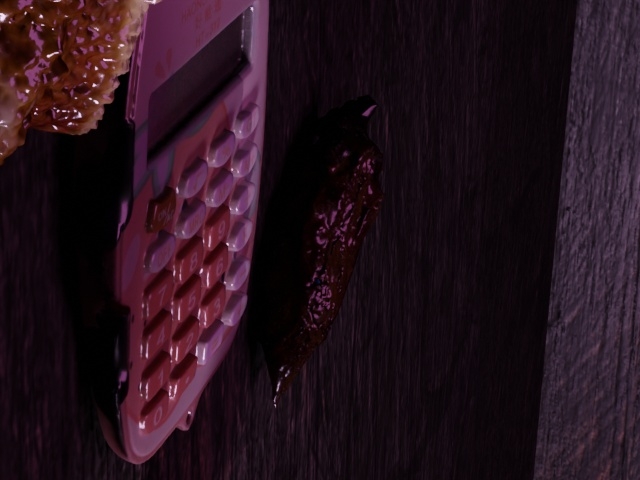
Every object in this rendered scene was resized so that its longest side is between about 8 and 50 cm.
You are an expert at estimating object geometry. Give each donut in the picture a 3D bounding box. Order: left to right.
[{"bbox_3d":[-0.132,-0.101,0.642,0.186,0.144,0.126,-125,-136,-69],"label":"donut"}]

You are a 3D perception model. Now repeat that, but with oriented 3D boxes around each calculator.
[{"bbox_3d":[-0.083,-0.027,0.942,0.220,0.048,0.329,-55,152,-58],"label":"calculator"}]

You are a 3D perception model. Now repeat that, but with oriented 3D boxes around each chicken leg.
[{"bbox_3d":[0.000,0.000,1.196,0.105,0.063,0.234,63,41,-55],"label":"chicken leg"}]
